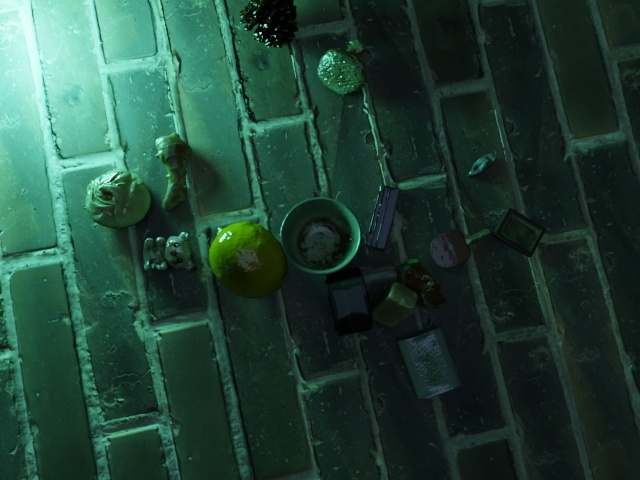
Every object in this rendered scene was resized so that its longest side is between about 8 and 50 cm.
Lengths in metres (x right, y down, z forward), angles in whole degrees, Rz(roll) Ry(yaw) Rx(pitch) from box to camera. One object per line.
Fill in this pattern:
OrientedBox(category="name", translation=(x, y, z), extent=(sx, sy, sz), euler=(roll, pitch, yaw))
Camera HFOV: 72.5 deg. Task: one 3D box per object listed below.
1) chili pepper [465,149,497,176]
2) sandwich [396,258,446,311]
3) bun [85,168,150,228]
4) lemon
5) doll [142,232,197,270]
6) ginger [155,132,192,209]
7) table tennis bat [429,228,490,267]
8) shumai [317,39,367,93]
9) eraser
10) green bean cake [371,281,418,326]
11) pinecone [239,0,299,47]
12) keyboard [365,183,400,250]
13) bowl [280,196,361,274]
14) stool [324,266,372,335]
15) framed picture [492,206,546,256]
OrientedBox(category="chili pepper", translation=(0.634, -0.298, 1.703), extent=(0.153, 0.041, 0.050), euler=(-35, 45, -4))
OrientedBox(category="sandwich", translation=(0.361, 0.165, 1.600), extent=(0.109, 0.160, 0.185), euler=(-16, 94, -22))
OrientedBox(category="bun", translation=(-0.749, -0.152, 1.597), extent=(0.229, 0.145, 0.230), euler=(0, 82, 0))
OrientedBox(category="lemon", translation=(-0.252, 0.069, 1.541), extent=(0.283, 0.260, 0.261), euler=(21, 85, -2))
OrientedBox(category="doll", translation=(-0.558, 0.049, 1.610), extent=(0.192, 0.095, 0.149), euler=(-5, 92, -4))
OrientedBox(category="ginger", translation=(-0.561, -0.262, 1.643), extent=(0.131, 0.086, 0.295), euler=(6, 90, -23))
OrientedBox(category="table tennis bat", translation=(0.541, 0.017, 1.687), extent=(0.246, 0.022, 0.138), euler=(-23, 87, -1))
OrientedBox(category="shumai", translation=(0.103, -0.668, 1.678), extent=(0.209, 0.161, 0.153), euler=(14, 52, 29))
OrientedBox(category="eraser", translation=(0.399, 0.450, 1.615), extent=(0.174, 0.081, 0.227), euler=(-19, 87, -3))
OrientedBox(category="green bean cake", translation=(0.261, 0.235, 1.578), extent=(0.109, 0.179, 0.085), euler=(30, 51, -5))
OrientedBox(category="pinecone", translation=(-0.181, -0.829, 1.642), extent=(0.221, 0.221, 0.222), euler=(0, 85, -2))
OrientedBox(category="keyboard", translation=(0.244, -0.089, 1.685), extent=(0.087, 0.017, 0.251), euler=(15, 84, 0))
OrientedBox(category="bowl", translation=(0.000, 0.000, 1.593), extent=(0.289, 0.146, 0.289), euler=(0, 73, -2))
OrientedBox(category="stool", translation=(0.100, 0.218, 1.559), extent=(0.141, 0.232, 0.232), euler=(-12, 86, -1))
OrientedBox(category="framed picture", translation=(0.771, -0.032, 1.694), extent=(0.168, 0.023, 0.128), euler=(31, 85, 1))
